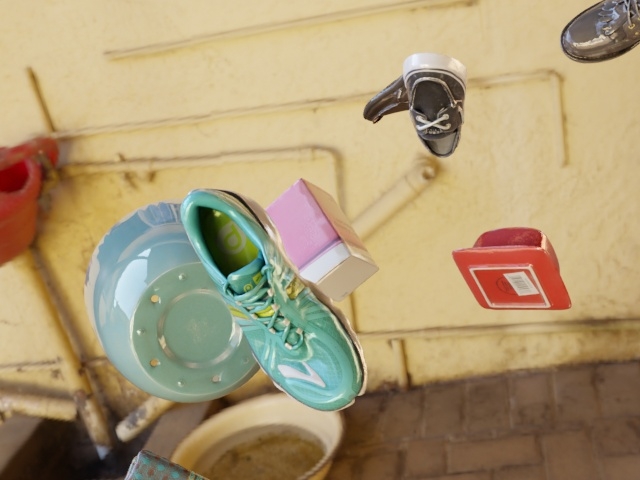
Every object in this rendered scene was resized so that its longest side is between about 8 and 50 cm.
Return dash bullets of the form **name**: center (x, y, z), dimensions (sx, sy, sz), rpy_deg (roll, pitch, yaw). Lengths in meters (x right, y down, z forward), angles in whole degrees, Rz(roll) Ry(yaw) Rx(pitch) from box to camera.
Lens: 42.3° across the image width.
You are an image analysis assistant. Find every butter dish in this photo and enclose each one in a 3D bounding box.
- **butter dish**: center (0.313, 0.030, 1.314), dimensions (0.160, 0.160, 0.118), rpy_deg (-2, 48, 36)

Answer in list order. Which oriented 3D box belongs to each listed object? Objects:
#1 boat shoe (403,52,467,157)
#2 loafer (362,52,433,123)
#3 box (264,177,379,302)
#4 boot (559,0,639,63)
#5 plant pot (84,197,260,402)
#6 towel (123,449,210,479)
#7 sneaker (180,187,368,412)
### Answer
- **boat shoe**: center (0.204, -0.229, 1.467), dimensions (0.108, 0.102, 0.301), rpy_deg (3, -14, 12)
- **loafer**: center (0.169, -0.292, 1.688), dimensions (0.080, 0.078, 0.220), rpy_deg (-43, 6, -40)
- **box**: center (0.000, 0.000, 1.824), dimensions (0.127, 0.148, 0.232), rpy_deg (-41, 61, 15)
- **boot**: center (0.442, -0.341, 1.121), dimensions (0.263, 0.091, 0.229), rpy_deg (-21, -10, 20)
- **plant pot**: center (-0.186, 0.098, 1.187), dimensions (0.293, 0.293, 0.235), rpy_deg (-17, 14, -13)
- **towel**: center (-0.077, 0.401, 0.808), dimensions (0.271, 0.370, 0.040), rpy_deg (-61, 9, -7)
- **sneaker**: center (-0.058, 0.061, 0.847), dimensions (0.107, 0.275, 0.110), rpy_deg (-39, -11, 5)
